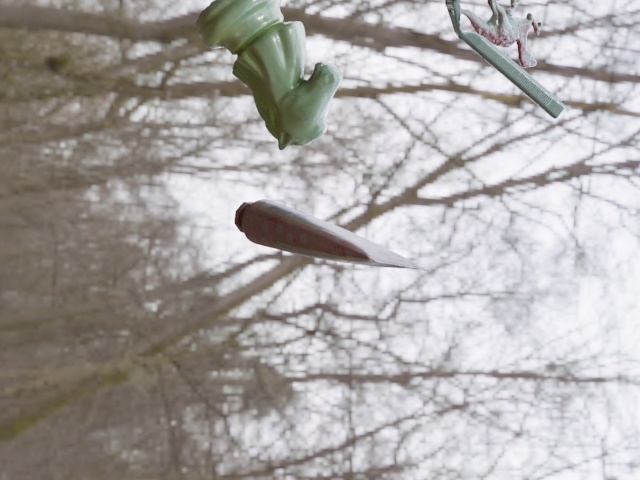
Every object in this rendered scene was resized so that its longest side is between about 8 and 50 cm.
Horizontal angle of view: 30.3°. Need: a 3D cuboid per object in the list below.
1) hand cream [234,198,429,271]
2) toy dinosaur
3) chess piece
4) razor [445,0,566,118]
[{"bbox_3d":[0.000,0.000,1.047,0.210,0.067,0.043,18,-86,46],"label":"hand cream"},{"bbox_3d":[0.315,-0.379,2.108,0.053,0.242,0.167,8,-71,40],"label":"toy dinosaur"},{"bbox_3d":[-0.076,-0.313,2.102,0.298,0.176,0.176,56,-28,0],"label":"chess piece"},{"bbox_3d":[0.287,-0.296,1.900,0.056,0.278,0.111,-44,-167,5],"label":"razor"}]
